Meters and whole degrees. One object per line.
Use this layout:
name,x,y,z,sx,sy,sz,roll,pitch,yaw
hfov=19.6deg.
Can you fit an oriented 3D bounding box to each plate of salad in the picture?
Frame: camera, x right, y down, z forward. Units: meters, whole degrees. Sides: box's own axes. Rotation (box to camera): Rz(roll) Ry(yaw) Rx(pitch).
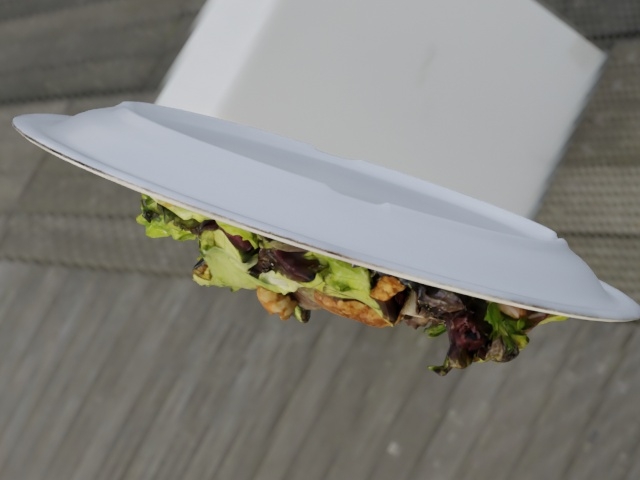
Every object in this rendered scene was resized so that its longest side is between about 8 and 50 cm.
plate of salad,0.000,0.000,0.569,0.200,0.200,0.048,30,104,63
